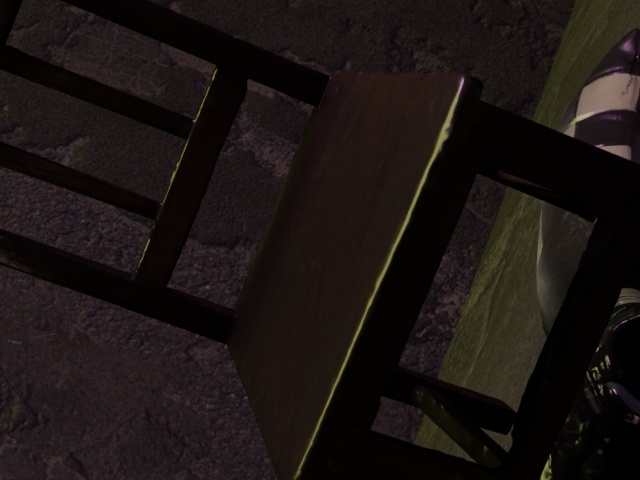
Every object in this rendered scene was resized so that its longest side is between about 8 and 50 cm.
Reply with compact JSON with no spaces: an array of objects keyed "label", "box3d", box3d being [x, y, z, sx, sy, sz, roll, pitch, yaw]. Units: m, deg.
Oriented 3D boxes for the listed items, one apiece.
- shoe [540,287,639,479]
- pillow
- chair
[{"label":"shoe","box3d":[0.187,0.105,0.677,0.099,0.071,0.169,117,178,-80]},{"label":"pillow","box3d":[0.236,-0.033,0.885,0.186,0.106,0.249,96,-169,-49]},{"label":"chair","box3d":[0.000,0.000,0.561,0.203,0.416,0.240,-68,19,7]}]
